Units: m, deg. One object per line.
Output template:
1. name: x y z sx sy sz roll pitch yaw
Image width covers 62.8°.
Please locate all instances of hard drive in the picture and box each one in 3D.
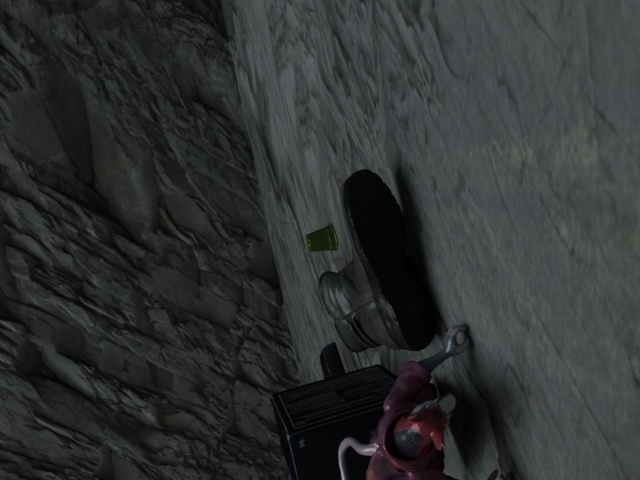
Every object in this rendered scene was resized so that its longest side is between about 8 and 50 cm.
1. hard drive: 0.055 0.510 1.892 0.172 0.054 0.255 104 150 -66

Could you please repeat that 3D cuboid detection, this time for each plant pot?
1. plant pot: 0.000 0.000 1.515 0.083 0.079 0.083 166 90 -77

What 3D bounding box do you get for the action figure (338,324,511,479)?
1. action figure: 0.131 0.298 0.831 0.370 0.275 0.248 69 -172 -64

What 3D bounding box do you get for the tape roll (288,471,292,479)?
1. tape roll: 0.024 0.890 1.929 0.275 0.274 0.090 -133 31 -67

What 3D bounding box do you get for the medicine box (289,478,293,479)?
1. medicine box: 0.078 0.808 1.543 0.149 0.289 0.264 133 122 -74

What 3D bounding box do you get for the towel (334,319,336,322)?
1. towel: 0.057 0.220 1.621 0.119 0.029 0.067 90 163 -50

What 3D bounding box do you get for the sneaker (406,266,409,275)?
1. sneaker: 0.119 0.064 1.038 0.161 0.075 0.057 130 125 -76

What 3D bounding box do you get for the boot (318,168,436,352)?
1. boot: 0.063 0.055 0.975 0.222 0.118 0.338 -15 91 55

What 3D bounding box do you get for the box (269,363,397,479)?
1. box: 0.061 0.431 1.184 0.294 0.296 0.183 173 84 -78
